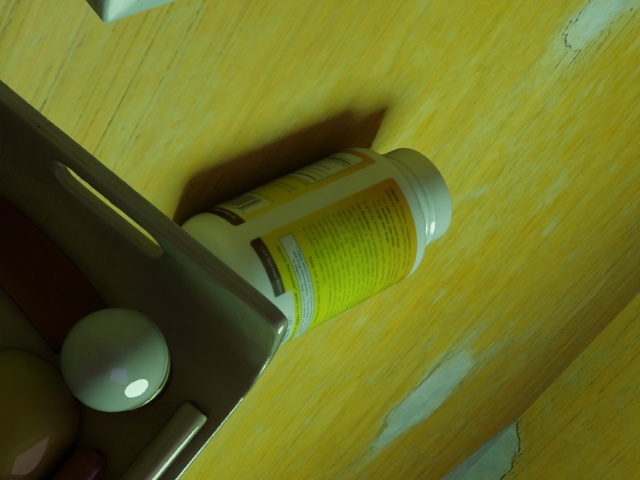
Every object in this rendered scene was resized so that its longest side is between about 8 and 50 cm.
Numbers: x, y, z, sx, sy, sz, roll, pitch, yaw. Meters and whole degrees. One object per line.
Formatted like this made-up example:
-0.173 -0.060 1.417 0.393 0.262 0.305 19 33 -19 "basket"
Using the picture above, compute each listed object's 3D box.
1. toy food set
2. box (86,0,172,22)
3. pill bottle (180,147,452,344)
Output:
-0.193 0.088 0.582 0.306 0.220 0.092 -50 172 -10 "toy food set"
-0.070 -0.170 0.537 0.102 0.087 0.101 -27 156 -33 "box"
0.000 0.000 0.967 0.215 0.117 0.117 -26 155 -33 "pill bottle"
